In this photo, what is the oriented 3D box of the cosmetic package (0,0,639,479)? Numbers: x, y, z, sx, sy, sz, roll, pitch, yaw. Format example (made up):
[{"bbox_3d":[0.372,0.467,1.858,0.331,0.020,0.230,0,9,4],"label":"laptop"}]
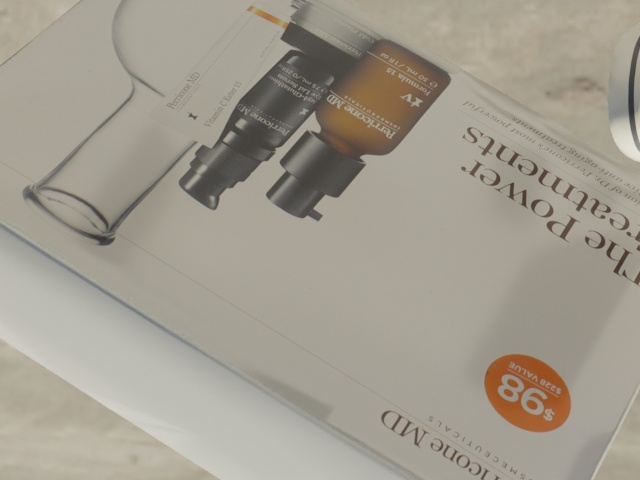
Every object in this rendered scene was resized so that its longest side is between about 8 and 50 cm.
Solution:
[{"bbox_3d":[0.000,0.000,0.839,0.377,0.284,0.097,31,139,9],"label":"cosmetic package"}]

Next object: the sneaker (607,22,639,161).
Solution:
[{"bbox_3d":[0.351,-0.124,1.265,0.127,0.126,0.321,3,-174,35],"label":"sneaker"}]
